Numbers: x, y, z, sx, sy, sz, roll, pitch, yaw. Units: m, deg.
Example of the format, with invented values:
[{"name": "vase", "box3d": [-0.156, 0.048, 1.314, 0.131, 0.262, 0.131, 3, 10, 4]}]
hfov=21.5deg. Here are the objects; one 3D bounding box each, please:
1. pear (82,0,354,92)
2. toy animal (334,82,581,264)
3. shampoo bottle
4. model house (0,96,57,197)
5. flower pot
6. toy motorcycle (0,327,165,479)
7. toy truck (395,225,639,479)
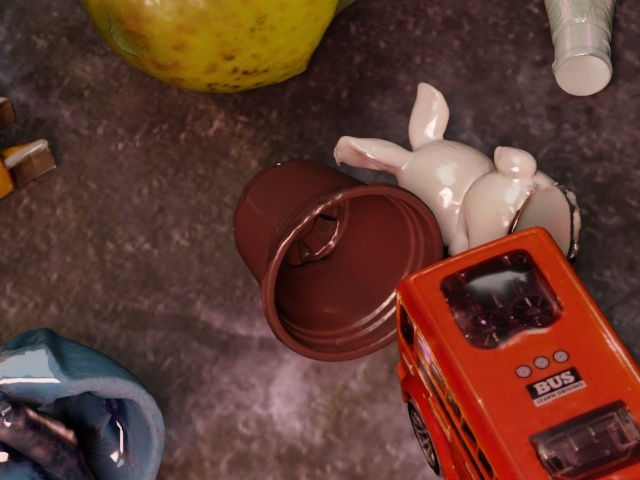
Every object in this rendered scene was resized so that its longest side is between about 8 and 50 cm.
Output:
[{"name": "pear", "box3d": [-0.024, -0.216, 1.032, 0.176, 0.286, 0.282, 37, 63, 14]}, {"name": "toy animal", "box3d": [0.080, -0.025, 0.957, 0.071, 0.085, 0.124, -39, 41, -22]}, {"name": "shampoo bottle", "box3d": [0.168, -0.173, 1.088, 0.069, 0.041, 0.191, 0, 49, 5]}, {"name": "model house", "box3d": [-0.312, -0.104, 1.026, 0.215, 0.198, 0.224, -29, 50, -21]}, {"name": "flower pot", "box3d": [0.000, 0.000, 0.938, 0.111, 0.111, 0.089, -29, 38, -13]}, {"name": "toy motorcycle", "box3d": [-0.194, 0.174, 0.774, 0.232, 0.172, 0.416, -12, 39, 11]}, {"name": "toy truck", "box3d": [0.123, 0.116, 0.795, 0.107, 0.114, 0.253, -21, 47, -8]}]
